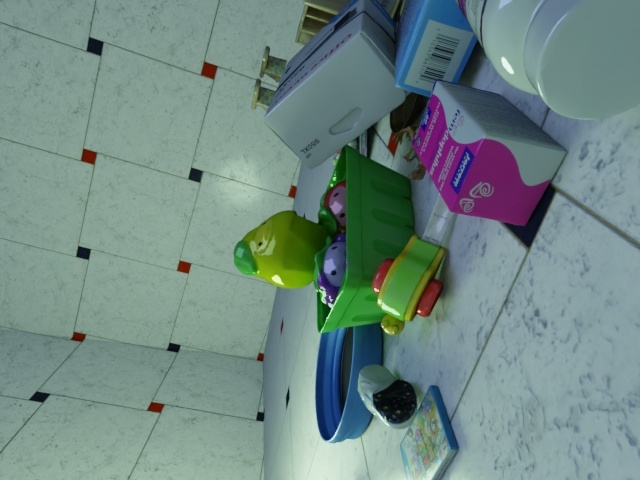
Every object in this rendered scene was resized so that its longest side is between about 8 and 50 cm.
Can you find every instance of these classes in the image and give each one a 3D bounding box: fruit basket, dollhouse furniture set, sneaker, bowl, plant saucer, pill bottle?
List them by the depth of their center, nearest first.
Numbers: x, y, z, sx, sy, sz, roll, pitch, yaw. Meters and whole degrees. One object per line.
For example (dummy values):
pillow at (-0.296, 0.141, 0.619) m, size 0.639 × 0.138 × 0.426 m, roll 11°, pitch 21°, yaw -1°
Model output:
pill bottle at (0.241, -0.258, 0.506) m, size 0.301 × 0.170 × 0.169 m, roll -92°, pitch 15°, yaw -44°
sneaker at (0.127, 0.301, 0.912) m, size 0.237 × 0.085 × 0.086 m, roll -166°, pitch 63°, yaw -83°
fruit basket at (0.000, 0.000, 1.064) m, size 0.282 × 0.393 × 0.391 m, roll 112°, pitch 163°, yaw -53°
plant saucer at (0.210, -0.343, 1.128) m, size 0.198 × 0.036 × 0.198 m, roll -172°, pitch 90°, yaw -80°
bowl at (0.065, 0.309, 1.244) m, size 0.391 × 0.077 × 0.390 m, roll -171°, pitch 90°, yaw -80°
dollhouse furniture set at (-0.024, -0.645, 1.761) m, size 0.256 × 0.363 × 0.393 m, roll 143°, pitch 140°, yaw -76°

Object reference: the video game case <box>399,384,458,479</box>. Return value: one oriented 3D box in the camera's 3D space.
video game case at (0.172, 0.338, 0.798) m, size 0.119 × 0.015 × 0.166 m, roll -97°, pitch 19°, yaw -57°

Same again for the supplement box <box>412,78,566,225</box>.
supplement box at (0.219, -0.129, 0.678) m, size 0.220 × 0.114 × 0.111 m, roll -99°, pitch 22°, yaw -56°

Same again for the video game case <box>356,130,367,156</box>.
video game case at (0.117, -0.363, 1.505) m, size 0.196 × 0.026 × 0.274 m, roll -100°, pitch 8°, yaw -61°

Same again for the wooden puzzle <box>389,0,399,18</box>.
wooden puzzle at (0.167, -0.656, 1.451) m, size 0.238 × 0.044 × 0.221 m, roll -62°, pitch 20°, yaw 24°

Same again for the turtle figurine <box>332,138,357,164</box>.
turtle figurine at (0.012, -0.303, 1.501) m, size 0.266 × 0.198 × 0.274 m, roll 81°, pitch -173°, yaw -72°

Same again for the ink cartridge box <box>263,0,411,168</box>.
ink cartridge box at (0.046, -0.388, 1.143) m, size 0.286 × 0.166 × 0.394 m, roll -35°, pitch 27°, yaw 28°

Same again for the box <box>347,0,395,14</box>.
box at (0.134, -0.670, 1.407) m, size 0.321 × 0.059 × 0.232 m, roll -93°, pitch 25°, yaw -51°

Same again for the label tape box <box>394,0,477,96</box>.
label tape box at (0.226, -0.457, 0.911) m, size 0.347 × 0.115 × 0.249 m, roll -79°, pitch 5°, yaw -48°

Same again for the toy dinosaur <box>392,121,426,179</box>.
toy dinosaur at (0.214, -0.222, 0.987) m, size 0.112 × 0.064 × 0.211 m, roll 19°, pitch 96°, yaw 47°

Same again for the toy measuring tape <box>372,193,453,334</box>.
toy measuring tape at (0.167, 0.025, 0.820) m, size 0.121 × 0.122 × 0.329 m, roll -105°, pitch 30°, yaw -66°
